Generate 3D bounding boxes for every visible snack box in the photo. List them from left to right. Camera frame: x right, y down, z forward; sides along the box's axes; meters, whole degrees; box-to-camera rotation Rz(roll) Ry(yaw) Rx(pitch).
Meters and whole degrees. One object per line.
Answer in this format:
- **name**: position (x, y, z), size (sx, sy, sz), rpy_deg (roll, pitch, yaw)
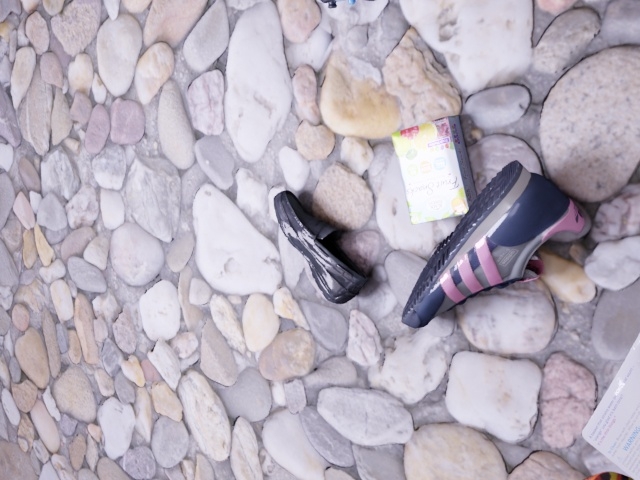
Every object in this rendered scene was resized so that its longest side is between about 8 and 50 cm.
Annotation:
- **snack box**: position (0.167, -0.102, 1.035), size (0.100, 0.037, 0.141), rpy_deg (-12, 92, 41)

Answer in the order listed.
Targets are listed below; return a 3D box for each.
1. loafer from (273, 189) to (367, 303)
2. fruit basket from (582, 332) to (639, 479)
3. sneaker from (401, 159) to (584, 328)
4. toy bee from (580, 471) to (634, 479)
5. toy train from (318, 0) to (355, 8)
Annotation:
- **loafer**: position (0.000, 0.000, 1.177), size (0.078, 0.076, 0.223), rpy_deg (-41, 70, 22)
- **fruit basket**: position (0.504, 0.206, 0.769), size (0.353, 0.165, 0.327), rpy_deg (43, 124, 44)
- **sneaker**: position (0.227, 0.041, 0.977), size (0.131, 0.112, 0.319), rpy_deg (30, 134, -3)
- **toy bee**: position (0.426, 0.438, 0.878), size (0.195, 0.162, 0.298), rpy_deg (154, 114, -71)
- **toy train**: position (0.053, -0.404, 1.045), size (0.184, 0.080, 0.105), rpy_deg (5, 108, 39)
